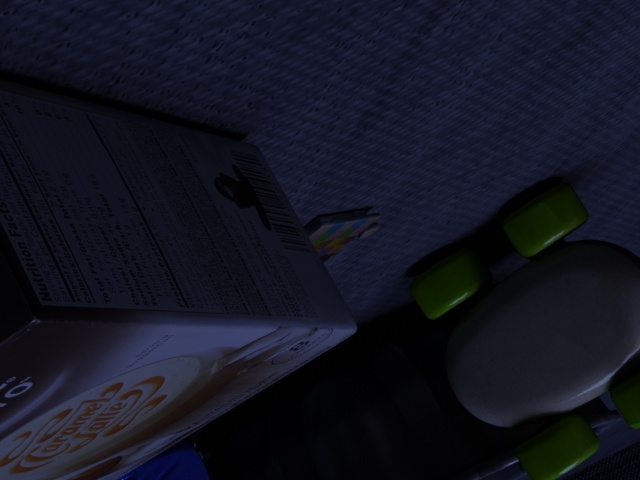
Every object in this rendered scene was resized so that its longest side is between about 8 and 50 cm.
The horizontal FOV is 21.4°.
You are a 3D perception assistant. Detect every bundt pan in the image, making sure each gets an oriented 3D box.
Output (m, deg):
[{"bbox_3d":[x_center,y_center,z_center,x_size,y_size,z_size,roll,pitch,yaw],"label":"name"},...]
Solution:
[{"bbox_3d":[0.052,0.155,1.275,0.331,0.124,0.331,-26,169,-6],"label":"bundt pan"}]

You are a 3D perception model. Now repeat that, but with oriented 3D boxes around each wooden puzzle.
[{"bbox_3d":[0.000,0.000,0.906,0.083,0.006,0.049,-10,157,-50],"label":"wooden puzzle"}]

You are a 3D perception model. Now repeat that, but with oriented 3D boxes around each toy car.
[{"bbox_3d":[0.172,0.051,1.135,0.149,0.155,0.188,-35,174,24],"label":"toy car"}]

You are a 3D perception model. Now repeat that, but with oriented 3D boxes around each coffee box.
[{"bbox_3d":[-0.108,0.025,0.613,0.141,0.098,0.246,-34,164,18],"label":"coffee box"}]

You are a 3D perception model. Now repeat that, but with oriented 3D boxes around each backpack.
[{"bbox_3d":[-0.118,0.190,1.168,0.101,0.098,0.120,-15,175,-12],"label":"backpack"}]
